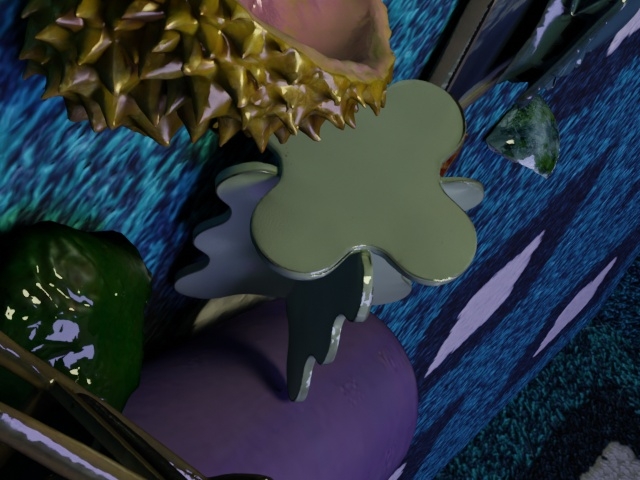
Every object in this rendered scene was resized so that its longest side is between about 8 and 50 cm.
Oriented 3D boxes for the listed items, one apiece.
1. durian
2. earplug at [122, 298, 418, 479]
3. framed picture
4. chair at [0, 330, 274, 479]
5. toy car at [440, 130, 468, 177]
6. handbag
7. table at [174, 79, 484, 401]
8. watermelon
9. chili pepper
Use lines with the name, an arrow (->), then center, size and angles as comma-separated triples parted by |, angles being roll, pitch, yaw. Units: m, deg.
durian -> -0.043, -0.105, 0.725 | 0.182, 0.165, 0.132 | -113, -150, -81
earplug -> -0.069, 0.164, 1.168 | 0.215, 0.215, 0.456 | -56, 168, 26
framed picture -> 0.155, -0.198, 1.256 | 0.189, 0.023, 0.260 | -39, 163, -43
chair -> -0.134, 0.151, 0.735 | 0.188, 0.166, 0.272 | -52, 135, -1
toy car -> 0.093, -0.070, 1.365 | 0.059, 0.035, 0.122 | -58, 162, 18
handbag -> 0.229, -0.193, 1.369 | 0.144, 0.057, 0.221 | -55, 171, 32
table -> 0.000, 0.000, 1.049 | 0.166, 0.166, 0.198 | -42, 172, -27
watermelon -> 0.185, -0.099, 1.581 | 0.085, 0.085, 0.061 | -43, -166, -24
chili pepper -> -0.176, 0.114, 0.867 | 0.264, 0.116, 0.148 | -50, 163, 0
